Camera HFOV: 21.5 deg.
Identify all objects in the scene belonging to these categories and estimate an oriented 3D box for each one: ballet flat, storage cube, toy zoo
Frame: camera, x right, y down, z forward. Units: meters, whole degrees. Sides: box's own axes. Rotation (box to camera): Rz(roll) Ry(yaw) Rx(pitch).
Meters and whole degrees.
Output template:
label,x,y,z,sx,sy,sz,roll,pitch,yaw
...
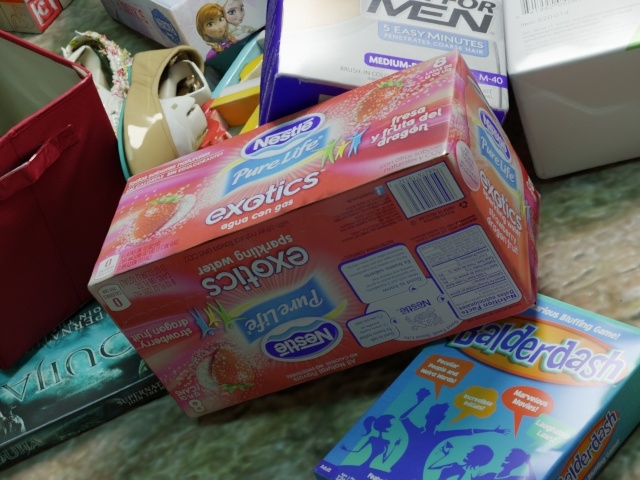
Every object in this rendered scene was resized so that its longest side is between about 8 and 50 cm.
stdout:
label,x,y,z,sx,sy,sz,roll,pitch,yaw
ballet flat,-0.217,-0.129,1.576,0.091,0.077,0.241,-38,25,10
storage cube,-0.283,-0.043,1.422,0.215,0.193,0.183,24,54,40
toy zoo,-0.094,-0.118,1.522,0.293,0.030,0.192,-11,37,43
ballet flat,-0.131,-0.112,1.444,0.073,0.080,0.232,-19,31,6

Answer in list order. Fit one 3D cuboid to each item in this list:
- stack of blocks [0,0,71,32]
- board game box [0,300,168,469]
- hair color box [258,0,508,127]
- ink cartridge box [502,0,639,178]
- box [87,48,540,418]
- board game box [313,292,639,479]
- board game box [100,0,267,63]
label,x,y,z,sx,sy,sz,roll,pitch,yaw
stack of blocks,-0.296,-0.393,1.901,0.087,0.171,0.297,8,49,35
board game box,-0.203,0.108,1.388,0.186,0.026,0.126,-25,38,-1
hair color box,0.051,-0.206,1.412,0.185,0.110,0.339,8,47,-7
ink cartridge box,0.259,-0.226,1.457,0.207,0.119,0.353,-13,40,12
box,0.000,0.000,1.263,0.300,0.154,0.142,-20,31,23
board game box,0.122,0.128,1.177,0.160,0.047,0.210,19,54,42
board game box,-0.053,-0.308,1.703,0.319,0.066,0.318,-33,25,-10
